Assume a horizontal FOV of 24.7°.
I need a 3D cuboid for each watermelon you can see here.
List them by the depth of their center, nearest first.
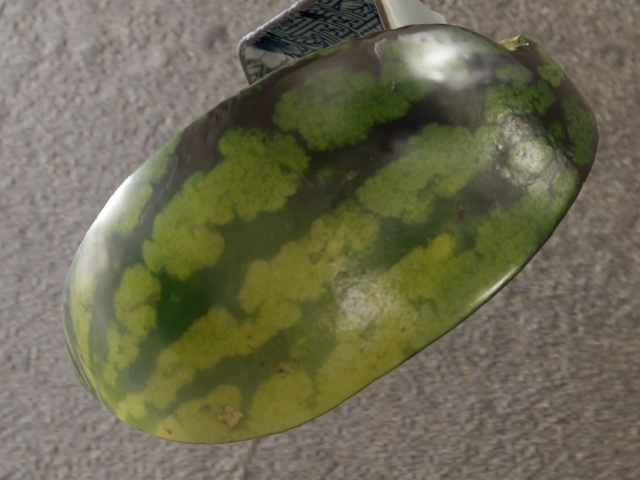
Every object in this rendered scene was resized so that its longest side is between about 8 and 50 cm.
[{"bbox_3d":[-0.012,-0.017,0.694,0.303,0.159,0.128,-33,112,3],"label":"watermelon"}]

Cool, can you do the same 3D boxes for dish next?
[{"bbox_3d":[0.039,-0.097,1.066,0.243,0.080,0.182,-16,95,65],"label":"dish"}]
